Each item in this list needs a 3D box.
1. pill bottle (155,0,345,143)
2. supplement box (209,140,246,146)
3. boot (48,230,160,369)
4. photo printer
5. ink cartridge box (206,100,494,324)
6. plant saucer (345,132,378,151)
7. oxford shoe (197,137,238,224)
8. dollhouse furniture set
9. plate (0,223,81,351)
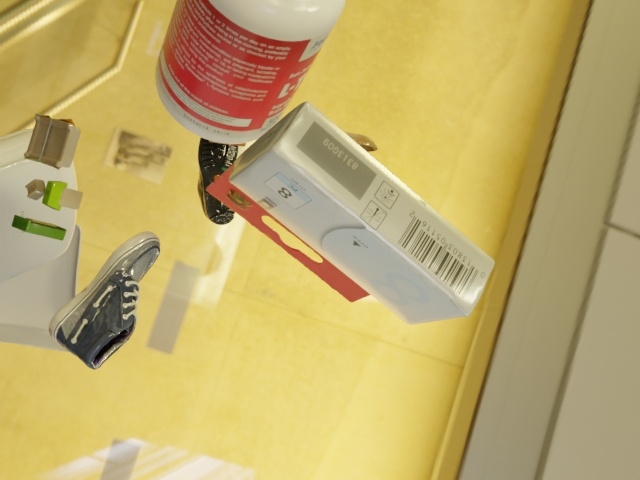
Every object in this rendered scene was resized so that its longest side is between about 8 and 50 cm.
[{"bbox_3d":[-0.099,-0.340,1.193,0.407,0.229,0.229,130,-24,-56],"label":"pill bottle"},{"bbox_3d":[-0.165,-0.297,1.566,0.080,0.078,0.233,98,-1,-58],"label":"supplement box"},{"bbox_3d":[-0.259,0.078,1.047,0.190,0.086,0.069,-49,156,-15],"label":"boot"},{"bbox_3d":[-0.560,-0.048,1.387,0.307,0.107,0.256,-31,142,-43],"label":"photo printer"},{"bbox_3d":[0.000,0.000,1.077,0.091,0.308,0.385,-58,-165,-24],"label":"ink cartridge box"},{"bbox_3d":[0.031,-0.122,0.988,0.083,0.083,0.015,-179,-87,-76],"label":"plant saucer"},{"bbox_3d":[-0.220,-0.149,1.624,0.096,0.083,0.227,-164,-103,-64],"label":"oxford shoe"},{"bbox_3d":[-0.335,-0.079,1.013,0.076,0.059,0.151,15,-91,33],"label":"dollhouse furniture set"},{"bbox_3d":[-0.640,0.087,1.726,0.045,0.278,0.277,-24,119,-77],"label":"plate"}]
